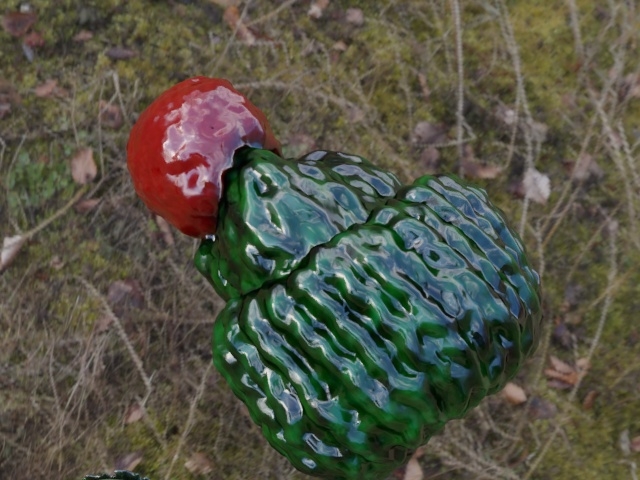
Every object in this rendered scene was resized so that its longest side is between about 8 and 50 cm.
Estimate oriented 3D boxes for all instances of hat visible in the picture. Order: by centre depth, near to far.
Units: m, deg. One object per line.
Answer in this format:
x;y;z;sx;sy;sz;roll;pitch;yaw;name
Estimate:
0.000;0.000;0.667;0.242;0.274;0.332;-41;81;0;hat

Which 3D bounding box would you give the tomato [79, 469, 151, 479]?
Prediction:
-0.250;0.409;1.037;0.304;0.303;0.238;-11;104;-25;tomato
